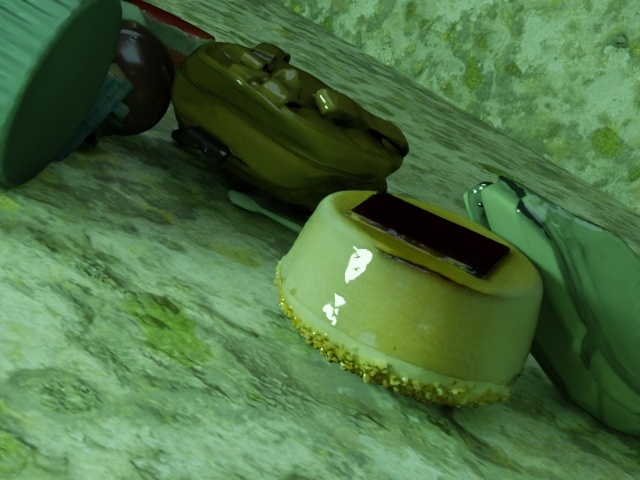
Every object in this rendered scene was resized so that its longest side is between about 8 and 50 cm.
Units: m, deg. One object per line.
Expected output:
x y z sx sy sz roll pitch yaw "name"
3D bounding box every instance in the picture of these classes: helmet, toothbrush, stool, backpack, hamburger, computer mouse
-0.276 -0.218 1.632 0.155 0.175 0.106 -7 36 -12 "helmet"
0.000 0.000 1.569 0.288 0.024 0.026 26 2 10 "toothbrush"
-0.422 -0.244 1.277 0.330 0.297 0.297 29 16 3 "stool"
-0.064 -0.160 1.648 0.354 0.201 0.378 32 10 23 "backpack"
0.096 0.067 1.230 0.302 0.170 0.302 18 19 -6 "hamburger"
0.316 0.106 1.360 0.429 0.145 0.228 46 -10 -7 "computer mouse"

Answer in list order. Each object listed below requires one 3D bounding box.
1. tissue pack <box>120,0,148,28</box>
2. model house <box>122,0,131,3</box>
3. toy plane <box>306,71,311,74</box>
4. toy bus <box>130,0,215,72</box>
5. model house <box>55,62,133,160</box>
-0.393 -0.297 1.710 0.246 0.159 0.136 18 19 -25 "tissue pack"
-0.376 -0.420 1.901 0.190 0.300 0.271 16 17 -3 "model house"
0.009 -0.195 2.032 0.267 0.122 0.267 23 18 -8 "toy plane"
-0.309 -0.364 2.110 0.265 0.119 0.121 27 17 11 "toy bus"
-0.328 -0.187 1.490 0.172 0.166 0.183 42 3 7 "model house"
